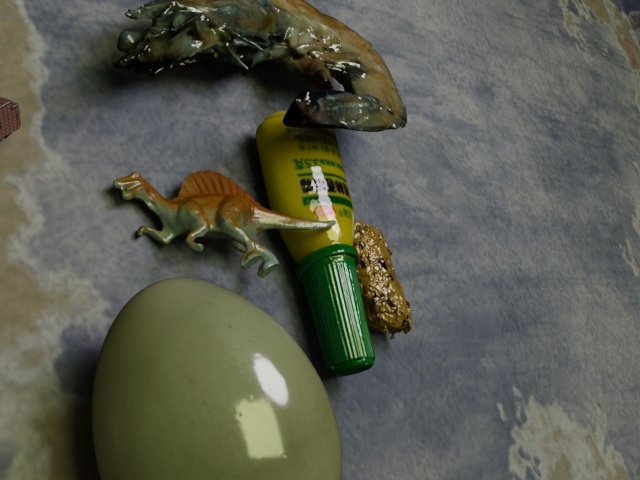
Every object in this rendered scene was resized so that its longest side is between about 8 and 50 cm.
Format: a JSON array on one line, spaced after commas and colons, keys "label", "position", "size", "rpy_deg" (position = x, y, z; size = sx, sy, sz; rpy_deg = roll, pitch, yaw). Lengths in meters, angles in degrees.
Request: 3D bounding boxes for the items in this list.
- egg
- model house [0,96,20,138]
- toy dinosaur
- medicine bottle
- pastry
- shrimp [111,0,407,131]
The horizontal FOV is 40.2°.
[{"label": "egg", "position": [-0.086, 0.148, 0.697], "size": [0.188, 0.188, 0.254], "rpy_deg": [-9, 68, -50]}, {"label": "model house", "position": [-0.297, -0.119, 0.736], "size": [0.083, 0.058, 0.057], "rpy_deg": [51, 39, -11]}, {"label": "toy dinosaur", "position": [-0.098, -0.026, 0.896], "size": [0.142, 0.057, 0.212], "rpy_deg": [50, 38, 16]}, {"label": "medicine bottle", "position": [0.000, 0.000, 0.980], "size": [0.111, 0.076, 0.309], "rpy_deg": [2, 66, -38]}, {"label": "pastry", "position": [0.062, 0.045, 1.039], "size": [0.080, 0.056, 0.140], "rpy_deg": [17, 48, -50]}, {"label": "shrimp", "position": [-0.053, -0.196, 0.983], "size": [0.272, 0.085, 0.445], "rpy_deg": [44, 30, 16]}]
